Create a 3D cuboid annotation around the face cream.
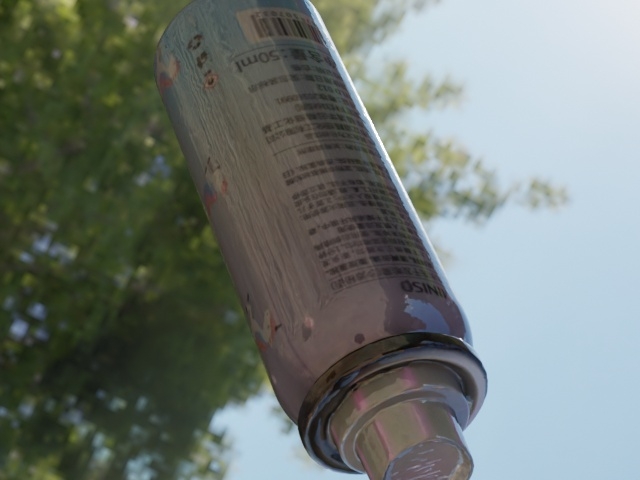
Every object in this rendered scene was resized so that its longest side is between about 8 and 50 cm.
[{"bbox_3d":[0.000,0.000,0.693,0.075,0.075,0.229,-52,-139,29],"label":"face cream"}]
